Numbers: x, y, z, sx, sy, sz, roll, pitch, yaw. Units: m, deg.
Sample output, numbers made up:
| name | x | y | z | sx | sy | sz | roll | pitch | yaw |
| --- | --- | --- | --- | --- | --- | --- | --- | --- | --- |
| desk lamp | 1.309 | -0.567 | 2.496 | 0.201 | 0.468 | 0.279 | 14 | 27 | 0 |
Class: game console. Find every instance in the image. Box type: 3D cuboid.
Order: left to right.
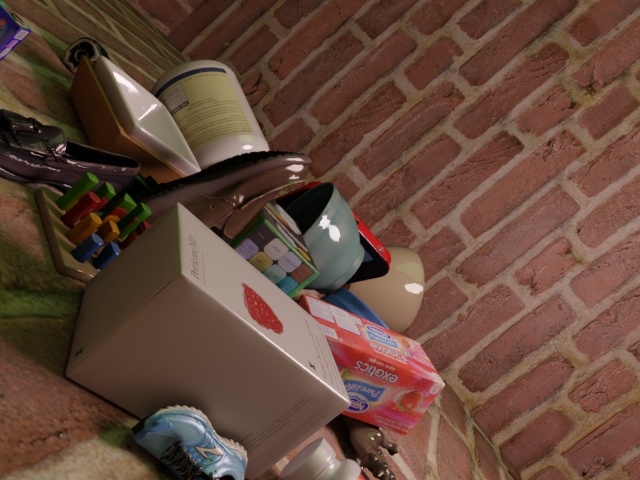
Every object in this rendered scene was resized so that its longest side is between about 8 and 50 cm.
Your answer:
| name | x | y | z | sx | sy | sz | roll | pitch | yaw |
| --- | --- | --- | --- | --- | --- | --- | --- | --- | --- |
| game console | 0.000 | 0.000 | 1.701 | 0.386 | 0.342 | 0.060 | 47 | 46 | -24 |

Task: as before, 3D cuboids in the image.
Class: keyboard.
| name | x | y | z | sx | sy | sz | roll | pitch | yaw |
| --- | --- | --- | --- | --- | --- | --- | --- | --- | --- |
| keyboard | -0.324 | -0.095 | 1.029 | 0.108 | 0.023 | 0.180 | -2 | -35 | 44 |

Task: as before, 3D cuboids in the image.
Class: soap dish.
| name | x | y | z | sx | sy | sz | roll | pitch | yaw |
| --- | --- | --- | --- | --- | --- | --- | --- | --- | --- |
| soap dish | -0.396 | -0.233 | 1.158 | 0.291 | 0.118 | 0.229 | 54 | 9 | 34 |

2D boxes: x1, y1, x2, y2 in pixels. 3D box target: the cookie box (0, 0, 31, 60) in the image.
| name | x | y | z | sx | sy | sz | roll | pitch | yaw |
| --- | --- | --- | --- | --- | --- | --- | --- | --- | --- |
| cookie box | -0.573 | -0.373 | 0.936 | 0.107 | 0.092 | 0.040 | 48 | 5 | -11 |

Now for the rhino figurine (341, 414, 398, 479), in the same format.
| name | x | y | z | sx | sy | sz | roll | pitch | yaw |
| --- | --- | --- | --- | --- | --- | --- | --- | --- | --- |
| rhino figurine | 0.096 | 0.396 | 1.085 | 0.106 | 0.073 | 0.243 | 40 | 13 | -19 |

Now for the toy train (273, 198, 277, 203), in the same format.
| name | x | y | z | sx | sy | sz | roll | pitch | yaw |
| --- | --- | --- | --- | --- | --- | --- | --- | --- | --- |
| toy train | -0.167 | -0.052 | 1.381 | 0.105 | 0.143 | 0.248 | 49 | -1 | -2 |

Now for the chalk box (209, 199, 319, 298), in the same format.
| name | x | y | z | sx | sy | sz | roll | pitch | yaw |
| --- | --- | --- | --- | --- | --- | --- | --- | --- | --- |
| chalk box | -0.136 | 0.034 | 1.132 | 0.180 | 0.179 | 0.289 | 46 | 10 | -30 |

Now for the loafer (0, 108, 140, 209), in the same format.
| name | x | y | z | sx | sy | sz | roll | pitch | yaw |
| --- | --- | --- | --- | --- | --- | --- | --- | --- | --- |
| loafer | -0.390 | -0.135 | 0.804 | 0.109 | 0.095 | 0.302 | 54 | 9 | 23 |

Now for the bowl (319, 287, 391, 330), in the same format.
| name | x | y | z | sx | sy | sz | roll | pitch | yaw |
| --- | --- | --- | --- | --- | --- | --- | --- | --- | --- |
| bowl | 0.144 | 0.286 | 1.435 | 0.391 | 0.077 | 0.391 | 49 | -10 | 12 |

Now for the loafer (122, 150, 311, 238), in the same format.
| name | x | y | z | sx | sy | sz | roll | pitch | yaw |
| --- | --- | --- | --- | --- | --- | --- | --- | --- | --- |
| loafer | -0.177 | -0.072 | 1.008 | 0.134 | 0.366 | 0.130 | 22 | -49 | 59 |

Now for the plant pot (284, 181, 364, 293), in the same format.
| name | x | y | z | sx | sy | sz | roll | pitch | yaw |
| --- | --- | --- | --- | --- | --- | --- | --- | --- | --- |
| plant pot | -0.008 | 0.017 | 1.446 | 0.196 | 0.293 | 0.293 | 44 | 9 | -19 |

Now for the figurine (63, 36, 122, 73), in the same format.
| name | x | y | z | sx | sy | sz | roll | pitch | yaw |
| --- | --- | --- | --- | --- | --- | --- | --- | --- | --- |
| figurine | -0.508 | -0.382 | 1.383 | 0.215 | 0.092 | 0.209 | 51 | 4 | 4 |

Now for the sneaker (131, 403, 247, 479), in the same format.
| name | x | y | z | sx | sy | sz | roll | pitch | yaw |
| --- | --- | --- | --- | --- | --- | --- | --- | --- | --- |
| sneaker | -0.135 | 0.238 | 0.596 | 0.162 | 0.063 | 0.073 | 44 | 13 | -32 |

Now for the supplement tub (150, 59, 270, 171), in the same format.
| name | x | y | z | sx | sy | sz | roll | pitch | yaw |
| --- | --- | --- | --- | --- | --- | --- | --- | --- | --- |
| supplement tub | -0.269 | -0.258 | 1.377 | 0.325 | 0.235 | 0.235 | 65 | 12 | 15 |

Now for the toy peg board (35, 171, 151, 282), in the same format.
| name | x | y | z | sx | sy | sz | roll | pitch | yaw |
| --- | --- | --- | --- | --- | --- | --- | --- | --- | --- |
| toy peg board | -0.300 | -0.011 | 0.785 | 0.160 | 0.079 | 0.161 | 55 | 10 | 34 |

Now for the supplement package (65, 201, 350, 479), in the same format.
| name | x | y | z | sx | sy | sz | roll | pitch | yaw |
| --- | --- | --- | --- | --- | --- | --- | --- | --- | --- |
| supplement package | -0.132 | 0.131 | 0.692 | 0.293 | 0.175 | 0.177 | 44 | 10 | -31 |

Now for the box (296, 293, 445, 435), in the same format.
| name | x | y | z | sx | sy | sz | roll | pitch | yaw |
| --- | --- | --- | --- | --- | --- | --- | --- | --- | --- |
| box | 0.068 | 0.245 | 1.082 | 0.300 | 0.142 | 0.154 | 25 | 17 | -21 |

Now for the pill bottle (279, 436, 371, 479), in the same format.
| name | x | y | z | sx | sy | sz | roll | pitch | yaw |
| --- | --- | --- | --- | --- | --- | --- | --- | --- | --- |
| pill bottle | 0.035 | 0.370 | 0.741 | 0.193 | 0.108 | 0.108 | 50 | 8 | 5 |

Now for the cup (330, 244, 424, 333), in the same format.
| name | x | y | z | sx | sy | sz | roll | pitch | yaw |
| --- | --- | --- | --- | --- | --- | --- | --- | --- | --- |
| cup | 0.173 | 0.156 | 1.937 | 0.237 | 0.331 | 0.331 | 15 | 24 | -25 |
